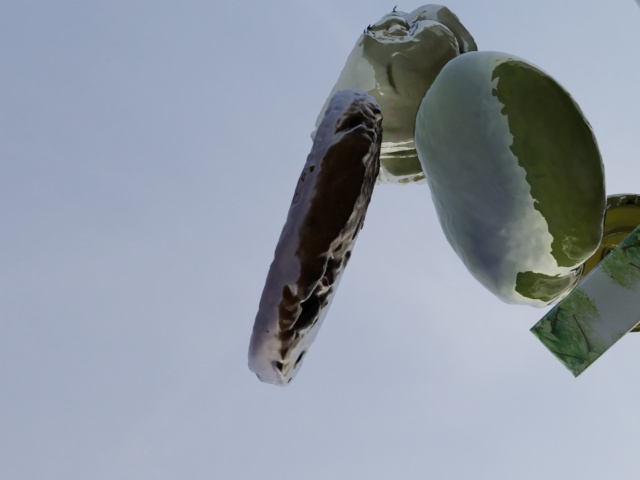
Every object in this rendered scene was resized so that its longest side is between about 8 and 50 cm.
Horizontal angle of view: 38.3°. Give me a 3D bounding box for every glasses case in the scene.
[{"bbox_3d":[0.412,0.061,1.235,0.095,0.272,0.062,49,-156,16],"label":"glasses case"}]

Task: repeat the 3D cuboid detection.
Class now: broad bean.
[{"bbox_3d":[0.201,-0.060,0.975,0.119,0.238,0.291,-27,-71,-26],"label":"broad bean"}]

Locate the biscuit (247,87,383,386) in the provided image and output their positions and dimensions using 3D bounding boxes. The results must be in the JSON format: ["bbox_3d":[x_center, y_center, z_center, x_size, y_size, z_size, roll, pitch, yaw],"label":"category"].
[{"bbox_3d":[0.000,0.000,0.574,0.192,0.049,0.192,16,-90,-86],"label":"biscuit"}]

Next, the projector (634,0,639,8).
[{"bbox_3d":[0.371,-0.201,0.853,0.108,0.108,0.337,55,-159,-33],"label":"projector"}]

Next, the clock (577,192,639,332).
[{"bbox_3d":[0.468,0.044,1.410,0.057,0.237,0.237,-53,-50,-65],"label":"clock"}]

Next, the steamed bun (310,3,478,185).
[{"bbox_3d":[0.124,-0.194,1.321,0.206,0.275,0.320,35,-153,3],"label":"steamed bun"}]
